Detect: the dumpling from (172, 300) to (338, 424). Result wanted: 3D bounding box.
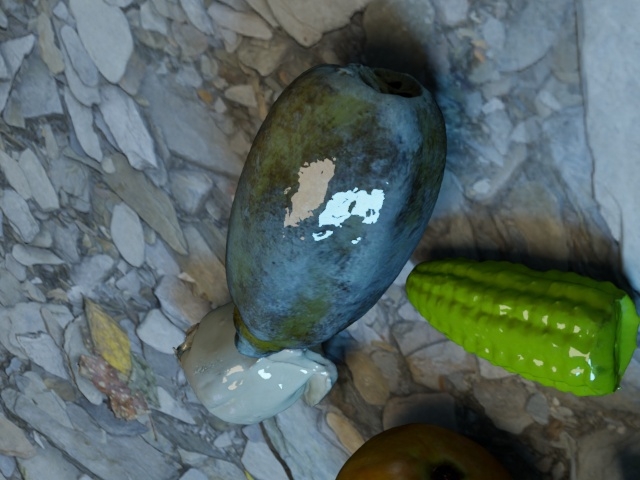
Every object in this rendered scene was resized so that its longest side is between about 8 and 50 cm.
[{"bbox_3d":[-0.059,0.125,1.240,0.136,0.118,0.199,39,154,-27],"label":"dumpling"}]

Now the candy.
[{"bbox_3d":[0.159,0.061,1.036,0.209,0.096,0.097,17,130,35],"label":"candy"}]

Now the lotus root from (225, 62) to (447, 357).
[{"bbox_3d":[0.000,0.000,1.039,0.140,0.158,0.322,53,135,38],"label":"lotus root"}]

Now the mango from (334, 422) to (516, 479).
[{"bbox_3d":[0.120,0.316,1.201,0.211,0.173,0.317,8,132,33],"label":"mango"}]
